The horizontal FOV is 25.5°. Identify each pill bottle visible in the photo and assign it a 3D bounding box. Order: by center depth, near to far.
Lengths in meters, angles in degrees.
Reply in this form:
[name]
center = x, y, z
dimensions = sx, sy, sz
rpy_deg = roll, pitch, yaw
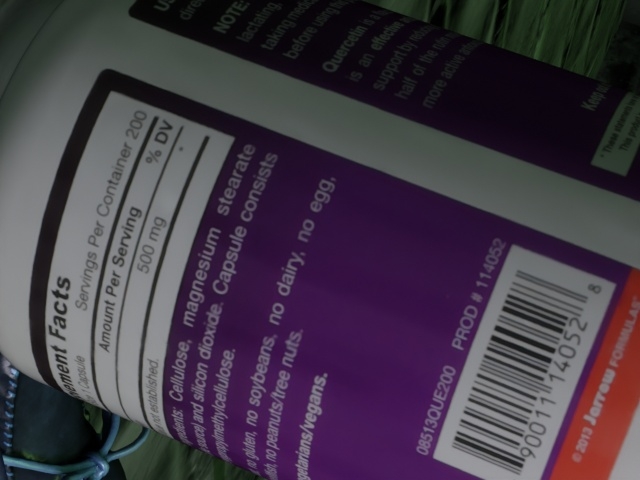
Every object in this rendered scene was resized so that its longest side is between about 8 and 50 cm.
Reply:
[pill bottle]
center = 0.000, 0.000, 0.535
dimensions = 0.181, 0.323, 0.181
rpy_deg = 21, 90, -77

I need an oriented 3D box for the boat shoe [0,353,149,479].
[boat shoe]
center = -0.130, 0.117, 0.709
dimensions = 0.258, 0.089, 0.109
rpy_deg = 96, 20, -48

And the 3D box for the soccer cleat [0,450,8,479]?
[soccer cleat]
center = -0.209, 0.120, 0.467
dimensions = 0.289, 0.093, 0.121
rpy_deg = -31, 110, -63
